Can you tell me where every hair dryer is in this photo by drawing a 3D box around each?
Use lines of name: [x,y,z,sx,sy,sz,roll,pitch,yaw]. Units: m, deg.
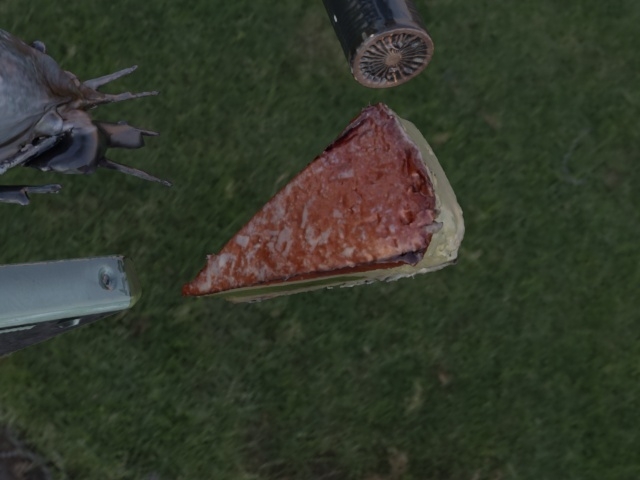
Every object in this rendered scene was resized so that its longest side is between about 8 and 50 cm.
hair dryer: [0.026,-0.204,0.668,0.050,0.195,0.173,-8,54,-19]

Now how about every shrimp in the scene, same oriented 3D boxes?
shrimp: [-0.215,-0.069,0.732,0.343,0.145,0.116,1,62,-49]

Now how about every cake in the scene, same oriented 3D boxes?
cake: [0.011,0.014,0.989,0.086,0.220,0.117,13,38,-57]

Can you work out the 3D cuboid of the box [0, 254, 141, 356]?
box: [-0.277,0.070,0.892,0.211,0.270,0.045,-5,78,-55]
